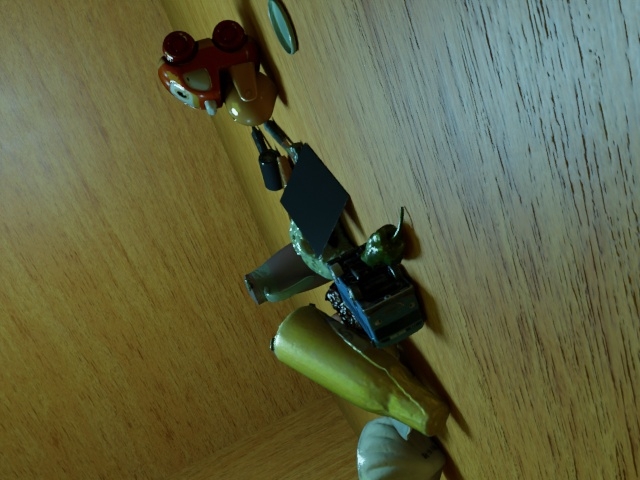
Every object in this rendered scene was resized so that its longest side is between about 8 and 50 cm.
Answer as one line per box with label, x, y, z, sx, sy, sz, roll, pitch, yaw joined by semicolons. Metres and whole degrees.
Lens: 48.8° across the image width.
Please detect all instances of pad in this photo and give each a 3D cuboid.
pad;-0.019;-0.096;1.599;0.245;0.006;0.170;55;129;47

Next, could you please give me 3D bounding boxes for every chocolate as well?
chocolate;0.096;0.293;1.596;0.445;0.162;0.162;25;147;36

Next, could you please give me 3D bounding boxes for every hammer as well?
hammer;-0.094;-0.253;1.843;0.287;0.033;0.111;54;166;52

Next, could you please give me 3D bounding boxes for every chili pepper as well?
chili pepper;0.112;0.012;1.234;0.204;0.072;0.073;104;142;-77

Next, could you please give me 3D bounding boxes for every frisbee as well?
frisbee;-0.072;-0.406;1.339;0.110;0.014;0.110;62;170;19

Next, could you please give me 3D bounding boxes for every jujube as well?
jujube;0.090;0.150;1.645;0.166;0.104;0.104;46;164;26

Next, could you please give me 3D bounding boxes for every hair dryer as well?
hair dryer;-0.179;-0.282;2.187;0.128;0.070;0.255;78;168;-56

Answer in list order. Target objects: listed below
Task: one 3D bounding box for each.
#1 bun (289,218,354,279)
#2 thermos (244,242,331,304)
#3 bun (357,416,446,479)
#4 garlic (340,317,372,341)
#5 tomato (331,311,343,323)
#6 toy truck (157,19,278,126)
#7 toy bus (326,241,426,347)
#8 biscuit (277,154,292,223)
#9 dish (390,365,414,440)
bun;0.000;0.000;1.698;0.212;0.126;0.204;58;171;30
thermos;-0.067;0.082;1.861;0.146;0.265;0.176;68;169;-25
bun;0.229;0.565;1.783;0.263;0.175;0.263;30;-130;-43
garlic;0.101;0.252;1.854;0.318;0.112;0.143;88;178;-84
tomato;0.068;0.361;2.375;0.199;0.112;0.228;54;169;44
toy truck;-0.241;-0.373;1.673;0.189;0.265;0.239;126;129;-82
toy bus;0.109;0.107;1.394;0.234;0.116;0.133;-128;15;-63
biscuit;-0.075;-0.107;2.028;0.284;0.043;0.306;-108;6;-56
dish;0.198;0.366;1.719;0.229;0.081;0.229;158;90;-81
